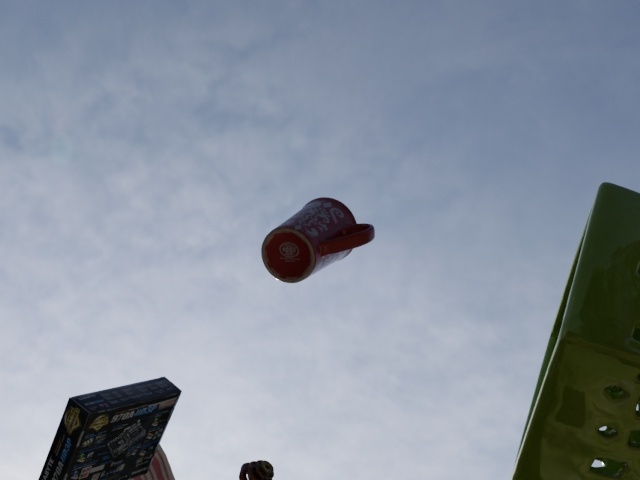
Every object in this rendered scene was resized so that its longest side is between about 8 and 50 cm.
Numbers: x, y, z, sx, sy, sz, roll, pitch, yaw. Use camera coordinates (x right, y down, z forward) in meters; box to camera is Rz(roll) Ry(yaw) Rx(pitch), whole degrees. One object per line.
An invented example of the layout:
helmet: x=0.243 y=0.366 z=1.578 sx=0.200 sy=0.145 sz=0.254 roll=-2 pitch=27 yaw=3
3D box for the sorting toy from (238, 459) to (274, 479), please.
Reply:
sorting toy: x=-0.058 y=0.318 z=1.183 sx=0.102 sy=0.061 sz=0.042 roll=38 pitch=-68 yaw=-10

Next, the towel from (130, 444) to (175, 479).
towel: x=-0.354 y=0.460 z=1.719 sx=0.197 sy=0.029 sz=0.144 roll=-22 pitch=-86 yaw=24

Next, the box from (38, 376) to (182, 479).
box: x=-0.340 y=0.321 z=1.497 sx=0.220 sy=0.051 sz=0.175 roll=-3 pitch=-59 yaw=-59

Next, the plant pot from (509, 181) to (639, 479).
plant pot: x=0.311 y=0.117 z=0.837 sx=0.207 sy=0.227 sz=0.228 roll=17 pitch=-46 yaw=13

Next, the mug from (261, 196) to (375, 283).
mug: x=-0.007 y=-0.007 z=1.486 sx=0.150 sy=0.169 sz=0.113 roll=-33 pitch=-90 yaw=27
